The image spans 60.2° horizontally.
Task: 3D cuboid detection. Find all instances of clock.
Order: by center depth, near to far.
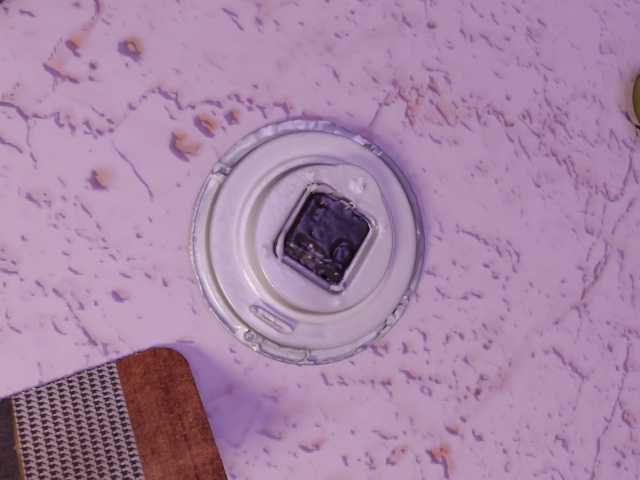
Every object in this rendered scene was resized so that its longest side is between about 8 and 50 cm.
[{"bbox_3d":[0.000,0.000,0.510,0.236,0.053,0.237,1,87,-17],"label":"clock"}]

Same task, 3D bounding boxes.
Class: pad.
[{"bbox_3d":[-0.167,0.231,0.350,0.249,0.323,0.055,-17,131,-19],"label":"pad"}]

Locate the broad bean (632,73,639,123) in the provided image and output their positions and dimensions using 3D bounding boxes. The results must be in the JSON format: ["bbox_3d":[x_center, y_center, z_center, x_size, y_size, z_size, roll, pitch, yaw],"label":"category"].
[{"bbox_3d":[0.458,-0.173,0.663,0.174,0.082,0.125,-22,93,-8],"label":"broad bean"}]
